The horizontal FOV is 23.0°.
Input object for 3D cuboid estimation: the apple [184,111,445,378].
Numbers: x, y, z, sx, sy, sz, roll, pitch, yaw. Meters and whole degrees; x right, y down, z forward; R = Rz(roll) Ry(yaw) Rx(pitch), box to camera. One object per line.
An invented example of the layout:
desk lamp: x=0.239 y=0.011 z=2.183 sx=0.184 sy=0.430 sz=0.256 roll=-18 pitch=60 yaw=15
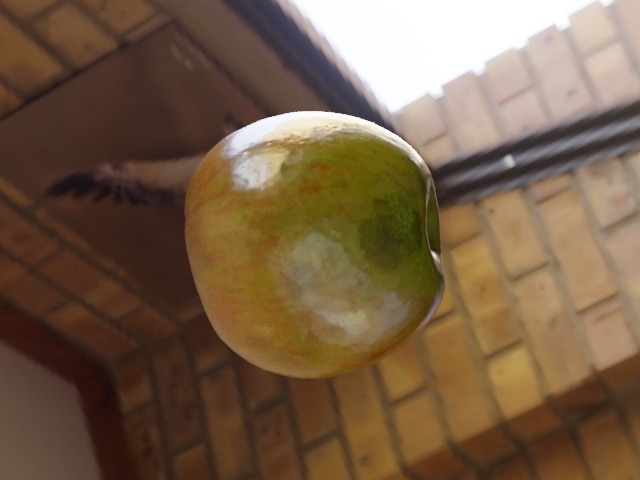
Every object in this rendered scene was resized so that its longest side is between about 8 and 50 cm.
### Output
apple: x=0.000 y=0.000 z=1.128 sx=0.196 sy=0.196 sz=0.196 roll=53 pitch=-161 yaw=-27
